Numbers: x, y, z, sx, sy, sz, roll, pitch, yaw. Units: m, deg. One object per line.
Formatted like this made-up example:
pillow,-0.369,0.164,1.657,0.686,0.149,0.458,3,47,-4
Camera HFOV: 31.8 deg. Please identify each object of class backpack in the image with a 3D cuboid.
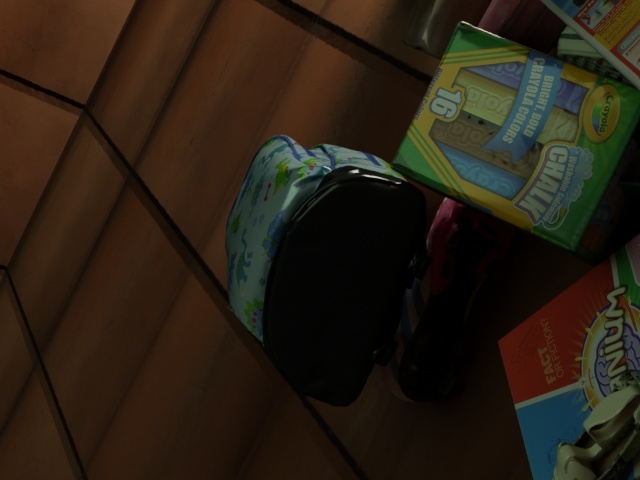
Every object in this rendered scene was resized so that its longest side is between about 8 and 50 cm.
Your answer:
backpack,0.000,0.000,1.430,0.355,0.273,0.290,-61,-10,-72

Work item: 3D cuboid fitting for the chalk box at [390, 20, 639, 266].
chalk box,0.259,-0.086,1.216,0.289,0.180,0.179,28,93,25

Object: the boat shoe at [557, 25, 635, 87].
boat shoe,0.447,-0.202,1.054,0.500,0.186,0.156,5,74,51

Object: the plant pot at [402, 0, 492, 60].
plant pot,0.200,-0.326,1.545,0.167,0.167,0.165,44,116,57

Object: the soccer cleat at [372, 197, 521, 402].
soccer cleat,0.147,0.040,1.423,0.143,0.116,0.331,22,90,60

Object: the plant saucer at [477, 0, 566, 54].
plant saucer,0.309,-0.339,1.314,0.332,0.084,0.332,-50,-5,-6

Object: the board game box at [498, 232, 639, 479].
board game box,0.332,0.125,1.131,0.316,0.064,0.242,-44,38,34

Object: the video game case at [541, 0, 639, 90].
video game case,0.331,-0.251,1.045,0.204,0.025,0.285,-48,31,16

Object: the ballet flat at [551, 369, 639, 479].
ballet flat,0.263,0.194,1.068,0.188,0.070,0.070,-58,32,17
